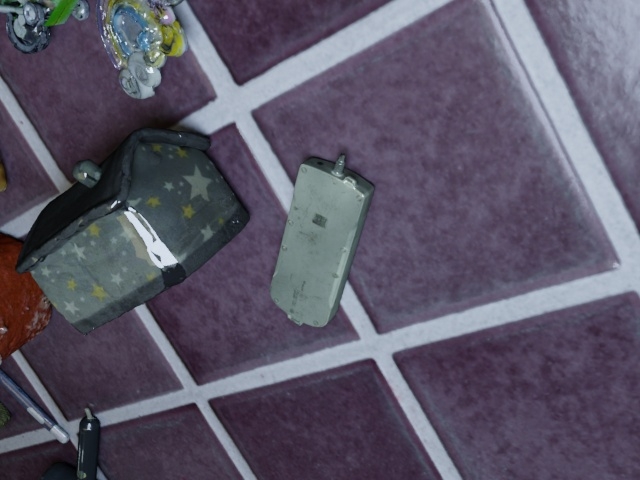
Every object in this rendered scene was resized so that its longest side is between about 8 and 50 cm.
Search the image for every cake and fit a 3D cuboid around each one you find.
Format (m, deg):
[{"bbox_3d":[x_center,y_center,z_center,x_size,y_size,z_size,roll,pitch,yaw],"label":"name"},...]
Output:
[{"bbox_3d":[-0.515,0.074,1.165,0.283,0.151,0.176,15,119,18],"label":"cake"}]

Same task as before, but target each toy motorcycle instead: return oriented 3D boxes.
[{"bbox_3d":[-0.296,-0.283,0.885,0.190,0.074,0.106,-36,86,40],"label":"toy motorcycle"}]

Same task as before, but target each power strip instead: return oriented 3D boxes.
[{"bbox_3d":[0.000,0.000,0.896,0.080,0.029,0.226,28,128,17],"label":"power strip"}]

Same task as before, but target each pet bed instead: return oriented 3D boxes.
[{"bbox_3d":[-0.215,-0.019,0.913,0.211,0.183,0.159,-26,104,37],"label":"pet bed"}]

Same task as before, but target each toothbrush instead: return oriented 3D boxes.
[{"bbox_3d":[-0.502,0.217,1.318,0.288,0.026,0.024,45,127,0],"label":"toothbrush"}]

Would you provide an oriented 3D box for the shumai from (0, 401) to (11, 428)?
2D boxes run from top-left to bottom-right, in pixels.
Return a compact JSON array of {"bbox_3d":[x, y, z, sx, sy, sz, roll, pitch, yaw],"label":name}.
[{"bbox_3d":[-0.557,0.296,1.360,0.080,0.083,0.082,-56,43,20],"label":"shumai"}]

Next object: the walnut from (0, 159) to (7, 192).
[{"bbox_3d":[-0.485,-0.119,1.089,0.143,0.069,0.170,-30,96,40],"label":"walnut"}]

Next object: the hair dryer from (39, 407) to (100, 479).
[{"bbox_3d":[-0.371,0.343,1.292,0.124,0.071,0.219,23,119,18],"label":"hair dryer"}]

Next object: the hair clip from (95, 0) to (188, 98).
[{"bbox_3d":[-0.183,-0.227,0.870,0.172,0.049,0.116,-31,85,47],"label":"hair clip"}]
